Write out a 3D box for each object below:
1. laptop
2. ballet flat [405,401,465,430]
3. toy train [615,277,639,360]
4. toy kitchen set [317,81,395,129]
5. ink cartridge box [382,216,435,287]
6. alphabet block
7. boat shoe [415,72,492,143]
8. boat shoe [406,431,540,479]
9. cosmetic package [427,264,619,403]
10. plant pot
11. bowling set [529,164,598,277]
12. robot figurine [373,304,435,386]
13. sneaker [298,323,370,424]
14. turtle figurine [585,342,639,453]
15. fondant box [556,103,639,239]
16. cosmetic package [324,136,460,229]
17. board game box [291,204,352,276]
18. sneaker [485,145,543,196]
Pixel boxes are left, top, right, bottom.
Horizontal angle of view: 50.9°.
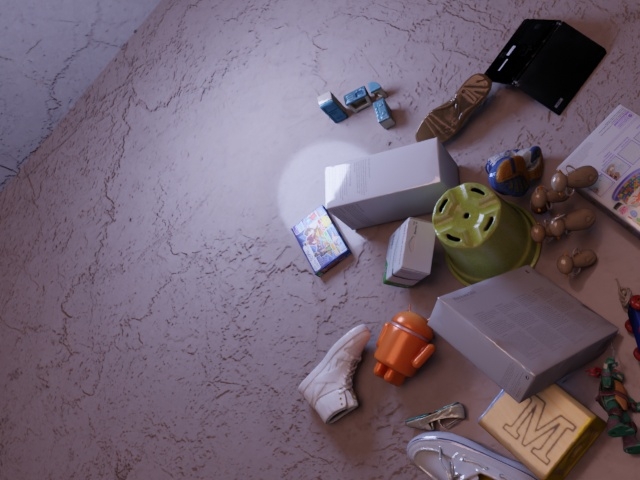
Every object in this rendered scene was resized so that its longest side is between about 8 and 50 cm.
[{"bbox_3d":[0.659,-0.525,2.008,0.234,0.136,0.264,-53,29,1],"label":"laptop"},{"bbox_3d":[0.306,0.481,1.793,0.168,0.057,0.052,-26,70,20],"label":"ballet flat"},{"bbox_3d":[0.807,0.172,1.602,0.143,0.105,0.248,-2,42,10],"label":"toy train"},{"bbox_3d":[0.119,-0.427,2.222,0.207,0.122,0.166,-24,61,21],"label":"toy kitchen set"},{"bbox_3d":[0.250,0.039,1.903,0.086,0.208,0.153,12,75,-6],"label":"ink cartridge box"},{"bbox_3d":[0.529,0.435,1.597,0.197,0.192,0.193,40,95,37],"label":"alphabet block"},{"bbox_3d":[0.414,-0.388,2.057,0.285,0.089,0.104,-41,80,23],"label":"boat shoe"},{"bbox_3d":[0.358,0.590,1.638,0.367,0.156,0.136,15,112,30],"label":"boat shoe"},{"bbox_3d":[0.488,0.206,1.611,0.284,0.377,0.097,43,130,34],"label":"cosmetic package"},{"bbox_3d":[0.425,-0.025,1.801,0.276,0.254,0.276,-11,66,27],"label":"plant pot"},{"bbox_3d":[0.596,-0.057,1.745,0.200,0.154,0.287,12,111,57],"label":"bowling set"},{"bbox_3d":[0.234,0.292,1.866,0.128,0.158,0.219,28,85,-5],"label":"robot figurine"},{"bbox_3d":[0.079,0.395,1.937,0.292,0.108,0.169,-52,56,15],"label":"sneaker"},{"bbox_3d":[0.704,0.366,1.563,0.118,0.175,0.234,-51,15,44],"label":"turtle figurine"},{"bbox_3d":[0.817,-0.162,1.720,0.238,0.096,0.330,-46,54,7],"label":"fondant box"},{"bbox_3d":[0.216,-0.160,2.015,0.365,0.197,0.155,-13,64,24],"label":"cosmetic package"},{"bbox_3d":[0.000,0.000,2.176,0.136,0.035,0.201,-37,57,13],"label":"board game box"},{"bbox_3d":[0.502,-0.182,1.826,0.131,0.296,0.112,-1,104,36],"label":"sneaker"}]
